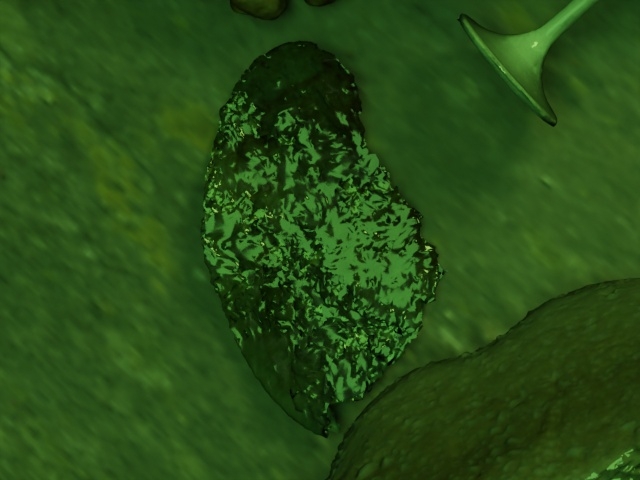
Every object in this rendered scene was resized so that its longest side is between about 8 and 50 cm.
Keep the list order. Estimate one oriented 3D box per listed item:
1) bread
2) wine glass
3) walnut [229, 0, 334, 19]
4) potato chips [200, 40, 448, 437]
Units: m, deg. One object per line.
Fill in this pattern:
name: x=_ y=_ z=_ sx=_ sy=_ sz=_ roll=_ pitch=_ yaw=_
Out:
bread: x=0.108 y=0.110 z=0.907 sx=0.337 sy=0.183 sz=0.102 roll=-29 pitch=121 yaw=12
wine glass: x=0.165 y=-0.150 z=0.930 sx=0.195 sy=0.079 sz=0.079 roll=-41 pitch=84 yaw=13
walnut: x=-0.036 y=-0.203 z=0.978 sx=0.143 sy=0.069 sz=0.170 roll=-12 pitch=94 yaw=12
potato chips: x=0.000 y=0.000 z=1.006 sx=0.142 sy=0.026 sz=0.209 roll=12 pitch=96 yaw=10
